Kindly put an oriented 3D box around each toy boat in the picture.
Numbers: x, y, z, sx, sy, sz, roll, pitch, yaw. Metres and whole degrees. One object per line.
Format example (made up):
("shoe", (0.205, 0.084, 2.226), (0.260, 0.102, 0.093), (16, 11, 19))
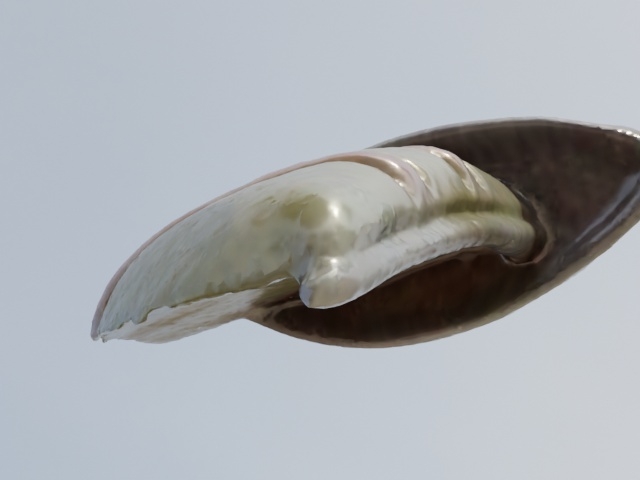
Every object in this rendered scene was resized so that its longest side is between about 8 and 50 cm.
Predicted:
("toy boat", (0.005, 0.003, 0.503), (0.293, 0.111, 0.276), (-6, -10, -45))
